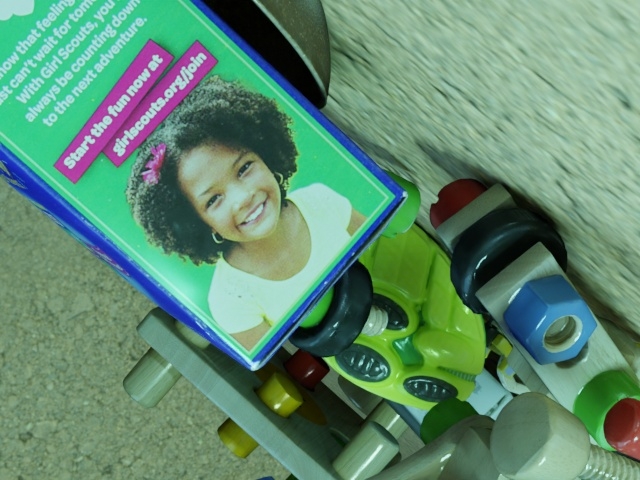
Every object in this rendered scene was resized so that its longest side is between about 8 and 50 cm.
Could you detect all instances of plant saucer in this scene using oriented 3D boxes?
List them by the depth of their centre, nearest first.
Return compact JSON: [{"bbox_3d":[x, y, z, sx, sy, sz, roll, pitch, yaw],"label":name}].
[{"bbox_3d":[-0.064,-0.140,0.871,0.198,0.036,0.198,38,173,6],"label":"plant saucer"}]

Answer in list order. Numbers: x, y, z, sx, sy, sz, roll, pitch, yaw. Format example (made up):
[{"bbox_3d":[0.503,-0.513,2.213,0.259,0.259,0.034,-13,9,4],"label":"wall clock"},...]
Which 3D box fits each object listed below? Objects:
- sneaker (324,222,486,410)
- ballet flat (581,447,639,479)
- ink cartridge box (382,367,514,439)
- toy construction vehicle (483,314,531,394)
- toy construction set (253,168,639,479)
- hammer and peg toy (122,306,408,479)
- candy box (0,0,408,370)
[{"bbox_3d":[0.000,0.000,1.232,0.295,0.109,0.123,38,-169,19],"label":"sneaker"},{"bbox_3d":[0.226,0.192,1.296,0.203,0.074,0.074,38,176,-40],"label":"ballet flat"},{"bbox_3d":[0.054,0.083,1.467,0.330,0.071,0.324,47,177,27],"label":"ink cartridge box"},{"bbox_3d":[0.108,0.065,1.246,0.086,0.035,0.098,33,170,45],"label":"toy construction vehicle"},{"bbox_3d":[0.129,0.120,0.946,0.237,0.257,0.309,25,171,-33],"label":"toy construction set"},{"bbox_3d":[-0.037,0.133,1.699,0.266,0.127,0.361,41,-171,3],"label":"hammer and peg toy"},{"bbox_3d":[-0.141,-0.095,0.911,0.317,0.122,0.268,41,174,-17],"label":"candy box"}]
